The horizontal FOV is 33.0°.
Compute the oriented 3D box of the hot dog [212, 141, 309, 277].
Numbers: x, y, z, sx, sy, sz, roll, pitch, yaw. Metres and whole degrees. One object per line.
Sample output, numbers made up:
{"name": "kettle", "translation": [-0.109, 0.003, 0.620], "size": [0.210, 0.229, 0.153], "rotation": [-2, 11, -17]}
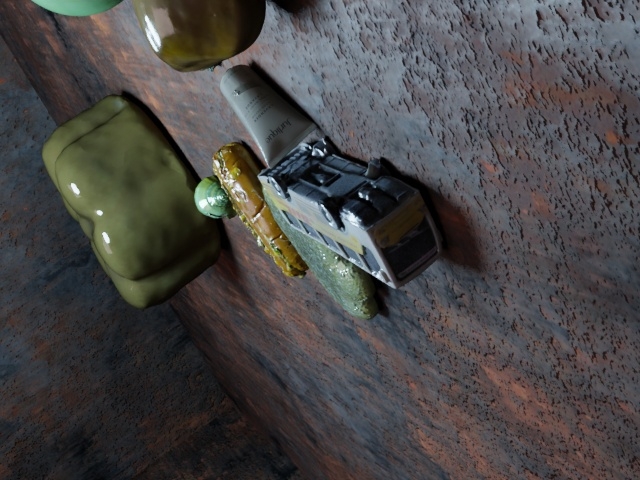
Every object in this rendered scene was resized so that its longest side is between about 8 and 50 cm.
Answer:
{"name": "hot dog", "translation": [-0.098, -0.052, 1.856], "size": [0.269, 0.072, 0.115], "rotation": [56, 157, 0]}

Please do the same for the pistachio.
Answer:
{"name": "pistachio", "translation": [-0.160, -0.333, 1.293], "size": [0.212, 0.163, 0.260], "rotation": [-22, 89, 54]}

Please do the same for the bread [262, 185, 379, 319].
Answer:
{"name": "bread", "translation": [0.000, 0.000, 1.691], "size": [0.286, 0.056, 0.207], "rotation": [52, 166, 9]}

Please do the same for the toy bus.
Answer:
{"name": "toy bus", "translation": [0.029, -0.042, 1.419], "size": [0.342, 0.097, 0.138], "rotation": [31, 154, 58]}

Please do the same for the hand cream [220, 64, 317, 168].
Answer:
{"name": "hand cream", "translation": [-0.084, -0.185, 1.519], "size": [0.186, 0.087, 0.054], "rotation": [51, -175, 35]}

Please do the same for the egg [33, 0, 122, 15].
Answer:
{"name": "egg", "translation": [-0.360, -0.450, 1.519], "size": [0.270, 0.220, 0.220], "rotation": [67, 163, -11]}

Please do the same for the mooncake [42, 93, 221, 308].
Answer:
{"name": "mooncake", "translation": [-0.435, -0.087, 2.460], "size": [0.467, 0.262, 0.467], "rotation": [52, 167, 18]}

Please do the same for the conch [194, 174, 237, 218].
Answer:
{"name": "conch", "translation": [-0.198, -0.081, 2.093], "size": [0.095, 0.079, 0.201], "rotation": [42, -178, 0]}

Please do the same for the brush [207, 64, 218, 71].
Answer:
{"name": "brush", "translation": [-0.163, -0.300, 1.611], "size": [0.070, 0.021, 0.196], "rotation": [55, 165, -7]}
